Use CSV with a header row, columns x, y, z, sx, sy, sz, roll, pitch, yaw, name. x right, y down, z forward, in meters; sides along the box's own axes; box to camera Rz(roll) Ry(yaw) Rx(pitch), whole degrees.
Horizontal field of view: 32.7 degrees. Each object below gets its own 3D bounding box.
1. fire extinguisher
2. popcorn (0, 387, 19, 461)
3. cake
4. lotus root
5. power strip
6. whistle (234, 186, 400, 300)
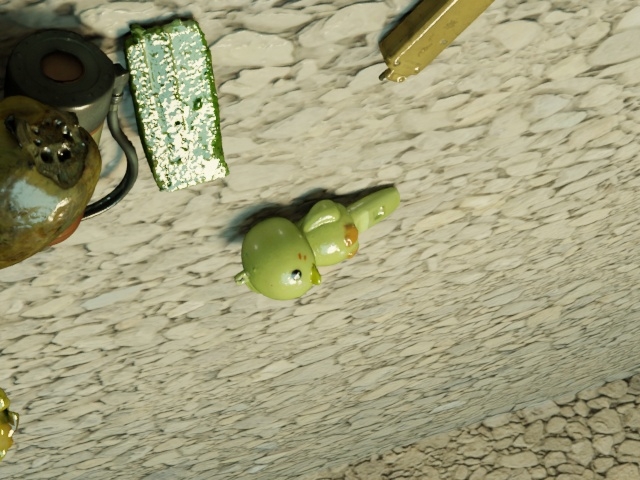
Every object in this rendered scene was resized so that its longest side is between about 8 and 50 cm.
x,y,z,sx,sy,sz,roll,pitch,yaw,name
-0.301,-0.086,1.319,0.200,0.113,0.376,1,148,-22,fire extinguisher
-0.644,0.275,1.639,0.321,0.326,0.290,-56,160,-25,popcorn
-0.169,-0.157,1.308,0.100,0.099,0.235,-16,153,-12,cake
-0.347,-0.045,1.146,0.160,0.152,0.275,44,140,-22,lotus root
0.172,-0.298,1.342,0.064,0.044,0.305,6,142,-43,power strip
0.002,0.008,1.709,0.294,0.141,0.141,-18,154,-7,whistle
